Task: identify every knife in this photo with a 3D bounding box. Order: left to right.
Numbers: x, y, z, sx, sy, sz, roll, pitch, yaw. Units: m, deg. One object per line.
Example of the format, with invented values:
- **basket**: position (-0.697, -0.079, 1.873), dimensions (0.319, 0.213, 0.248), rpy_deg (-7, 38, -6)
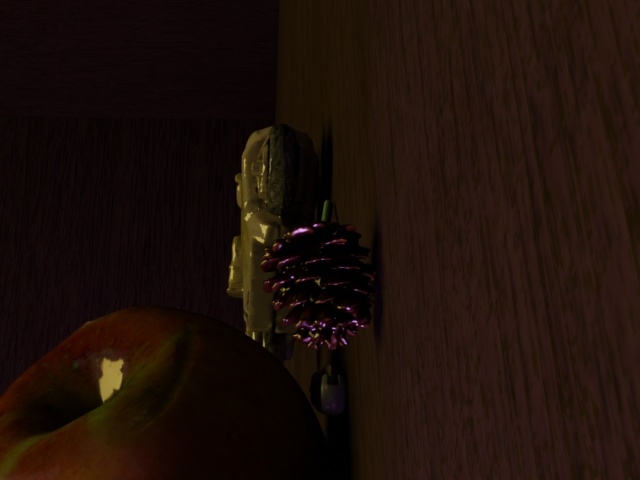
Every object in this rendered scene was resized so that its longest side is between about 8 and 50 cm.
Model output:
- **knife**: position (0.005, 0.134, 0.911), dimensions (0.162, 0.023, 0.044), rpy_deg (123, 145, -82)

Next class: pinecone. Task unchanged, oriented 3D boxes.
- **pinecone**: position (-0.001, 0.028, 0.640), dimensions (0.077, 0.077, 0.083), rpy_deg (96, 169, -58)

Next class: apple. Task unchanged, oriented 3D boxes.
- **apple**: position (-0.149, 0.240, 0.916), dimensions (0.339, 0.339, 0.339), rpy_deg (180, 90, -86)

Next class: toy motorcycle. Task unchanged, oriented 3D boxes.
- **toy motorcycle**: position (-0.053, -0.005, 1.160), dimensions (0.223, 0.108, 0.341), rpy_deg (-96, 9, -57)

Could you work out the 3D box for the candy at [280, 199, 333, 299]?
- **candy**: position (0.000, 0.000, 0.895), dimensions (0.058, 0.062, 0.194), rpy_deg (46, -160, -14)
